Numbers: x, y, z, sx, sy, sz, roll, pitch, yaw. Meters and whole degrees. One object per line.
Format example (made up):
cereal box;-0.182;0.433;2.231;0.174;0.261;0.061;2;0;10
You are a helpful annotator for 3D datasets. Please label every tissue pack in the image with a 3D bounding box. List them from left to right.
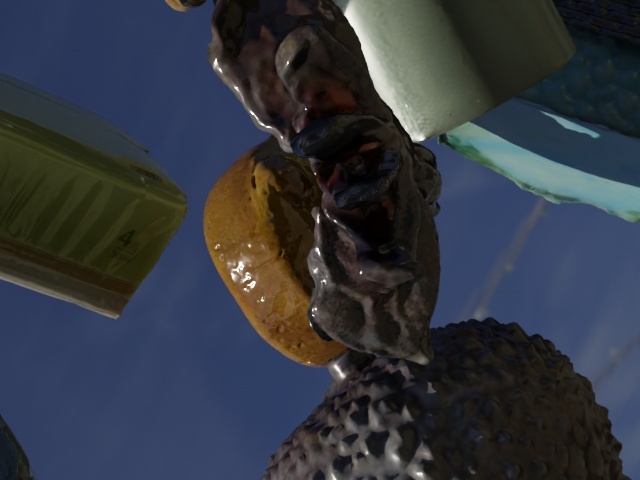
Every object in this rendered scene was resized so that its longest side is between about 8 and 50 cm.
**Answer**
tissue pack;-0.238;-0.051;1.481;0.234;0.159;0.125;24;-76;-38

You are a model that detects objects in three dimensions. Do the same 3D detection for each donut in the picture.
donut;0.000;0.002;1.748;0.114;0.226;0.226;-29;-10;30

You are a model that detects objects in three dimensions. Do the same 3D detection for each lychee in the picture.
lychee;0.093;0.199;1.477;0.300;0.300;0.300;-42;-34;-36

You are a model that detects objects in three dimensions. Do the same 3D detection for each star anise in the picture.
star anise;0.014;-0.043;1.278;0.111;0.198;0.257;-22;-56;9

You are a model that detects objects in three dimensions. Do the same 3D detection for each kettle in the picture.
kettle;0.031;-0.197;1.446;0.255;0.240;0.165;60;-158;-10

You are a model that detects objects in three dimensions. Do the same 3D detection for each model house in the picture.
model house;0.264;-0.172;1.850;0.226;0.261;0.241;61;-131;-72

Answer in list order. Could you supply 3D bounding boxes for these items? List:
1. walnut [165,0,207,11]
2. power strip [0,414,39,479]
walnut;-0.091;-0.245;1.603;0.143;0.170;0.069;7;-34;-23
power strip;-0.306;0.153;1.129;0.265;0.193;0.059;-31;-38;-16
